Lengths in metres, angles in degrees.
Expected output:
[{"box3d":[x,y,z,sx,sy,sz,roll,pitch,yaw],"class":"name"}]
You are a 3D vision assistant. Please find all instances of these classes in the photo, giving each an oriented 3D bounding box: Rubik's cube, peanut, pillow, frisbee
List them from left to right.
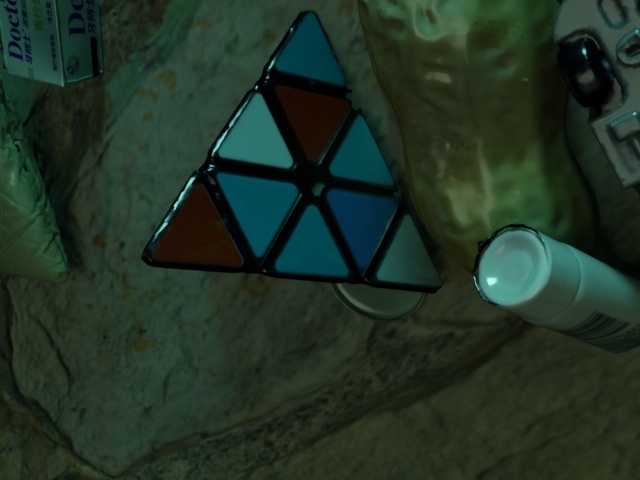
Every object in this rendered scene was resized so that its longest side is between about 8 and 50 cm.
[{"box3d":[-0.441,-0.086,0.893,0.274,0.076,0.281,8,122,28],"class":"pillow"},{"box3d":[0.000,0.000,0.629,0.234,0.250,0.284,30,120,-1],"class":"Rubik's cube"},{"box3d":[0.054,0.031,0.716,0.110,0.014,0.110,13,120,24],"class":"frisbee"},{"box3d":[0.125,-0.090,0.550,0.149,0.149,0.313,-7,112,31],"class":"peanut"}]

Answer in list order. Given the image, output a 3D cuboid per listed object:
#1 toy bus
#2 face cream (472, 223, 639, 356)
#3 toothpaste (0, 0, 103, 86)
[{"box3d":[0.251,-0.098,0.471,0.126,0.136,0.210,-27,98,35],"class":"toy bus"},{"box3d":[0.210,0.049,0.540,0.092,0.243,0.058,-31,52,37],"class":"face cream"},{"box3d":[-0.271,-0.322,0.689,0.081,0.067,0.337,16,120,21],"class":"toothpaste"}]
